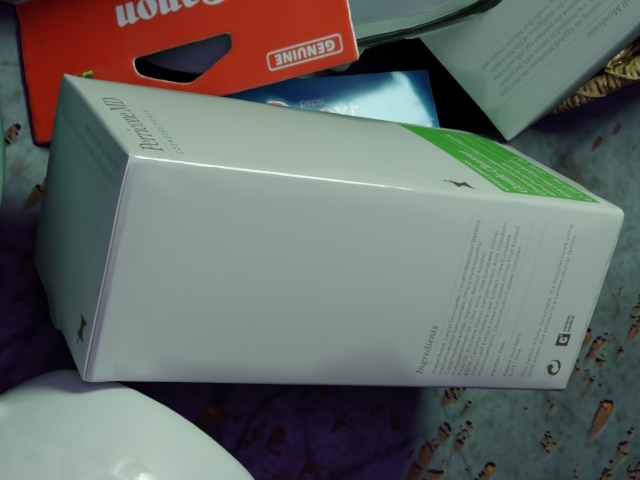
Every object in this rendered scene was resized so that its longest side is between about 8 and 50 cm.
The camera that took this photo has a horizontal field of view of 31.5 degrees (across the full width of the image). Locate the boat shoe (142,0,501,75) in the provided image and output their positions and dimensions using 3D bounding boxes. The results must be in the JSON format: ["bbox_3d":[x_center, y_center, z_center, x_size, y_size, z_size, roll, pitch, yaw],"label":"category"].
[{"bbox_3d":[-0.005,-0.189,0.887,0.306,0.105,0.113,-12,81,21],"label":"boat shoe"}]

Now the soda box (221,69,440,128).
[{"bbox_3d":[-0.010,-0.091,0.931,0.210,0.067,0.071,-7,82,-23],"label":"soda box"}]

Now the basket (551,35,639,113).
[{"bbox_3d":[0.259,-0.294,0.997,0.223,0.213,0.299,-23,88,-24],"label":"basket"}]

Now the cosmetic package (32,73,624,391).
[{"bbox_3d":[0.000,0.000,0.807,0.365,0.197,0.155,6,110,-28],"label":"cosmetic package"}]

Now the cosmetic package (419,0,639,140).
[{"bbox_3d":[0.177,-0.244,0.916,0.225,0.224,0.138,51,32,7],"label":"cosmetic package"}]

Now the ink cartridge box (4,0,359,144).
[{"bbox_3d":[-0.126,-0.219,0.836,0.275,0.060,0.239,-13,82,16],"label":"ink cartridge box"}]

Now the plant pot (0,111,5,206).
[{"bbox_3d":[-0.321,-0.075,0.715,0.293,0.293,0.196,32,42,-12],"label":"plant pot"}]

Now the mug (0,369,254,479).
[{"bbox_3d":[-0.213,0.225,0.659,0.374,0.276,0.328,47,59,-27],"label":"mug"}]
